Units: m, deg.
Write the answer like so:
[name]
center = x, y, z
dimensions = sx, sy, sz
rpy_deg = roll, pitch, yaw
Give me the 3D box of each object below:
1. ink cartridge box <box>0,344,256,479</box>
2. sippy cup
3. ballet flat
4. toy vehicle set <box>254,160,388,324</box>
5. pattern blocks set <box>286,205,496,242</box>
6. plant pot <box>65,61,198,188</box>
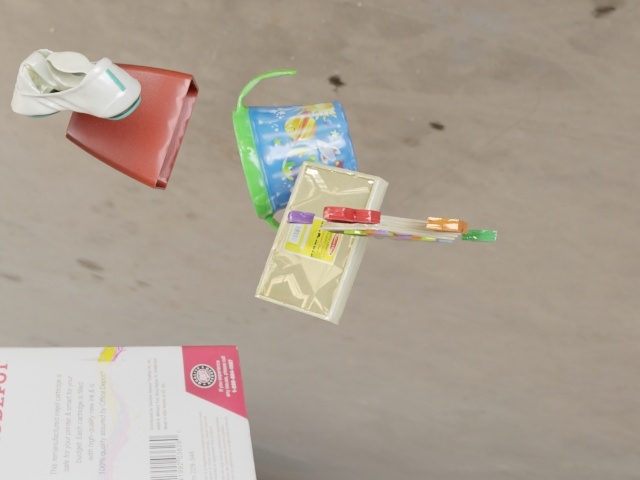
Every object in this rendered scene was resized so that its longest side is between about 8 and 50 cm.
[ink cartridge box]
center = -0.236, 0.237, 1.042
dimensions = 0.306, 0.226, 0.131
rpy_deg = 0, 132, -11
[sippy cup]
center = -0.046, -0.181, 1.911
dimensions = 0.224, 0.240, 0.305
rpy_deg = -15, 142, 0
[ballet flat]
center = -0.509, -0.320, 1.838
dimensions = 0.400, 0.139, 0.139
rpy_deg = 11, 162, 41
[toy vehicle set]
center = 0.000, 0.000, 1.653
dimensions = 0.166, 0.267, 0.035
rpy_deg = 16, 173, 32
[pattern blocks set]
center = 0.106, -0.017, 1.419
dimensions = 0.325, 0.026, 0.285
rpy_deg = 6, 177, -25
[plant pot]
center = -0.443, -0.282, 2.177
dimensions = 0.236, 0.267, 0.267
rpy_deg = 18, -179, -5
